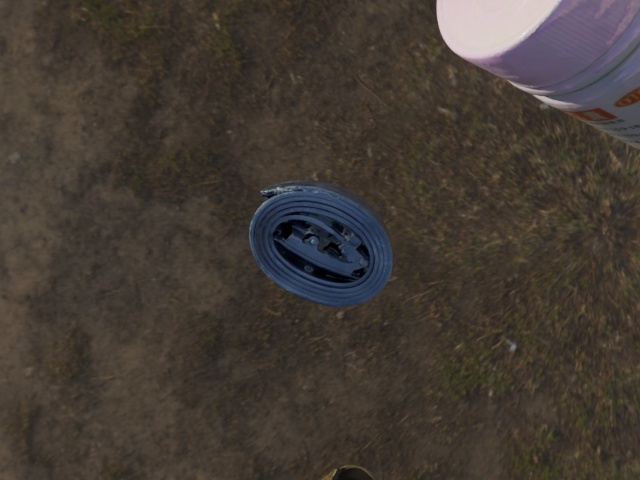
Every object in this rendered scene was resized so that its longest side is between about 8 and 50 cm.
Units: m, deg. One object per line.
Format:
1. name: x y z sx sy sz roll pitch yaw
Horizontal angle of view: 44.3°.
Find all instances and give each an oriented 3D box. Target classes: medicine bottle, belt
1. medicine bottle: 0.290 -0.211 0.757 0.202 0.316 0.202 -34 48 47
2. belt: 0.000 0.000 1.002 0.190 0.082 0.141 25 101 -3

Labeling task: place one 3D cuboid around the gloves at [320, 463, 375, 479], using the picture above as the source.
1. gloves: -0.004 0.525 1.472 0.141 0.154 0.331 34 132 3
